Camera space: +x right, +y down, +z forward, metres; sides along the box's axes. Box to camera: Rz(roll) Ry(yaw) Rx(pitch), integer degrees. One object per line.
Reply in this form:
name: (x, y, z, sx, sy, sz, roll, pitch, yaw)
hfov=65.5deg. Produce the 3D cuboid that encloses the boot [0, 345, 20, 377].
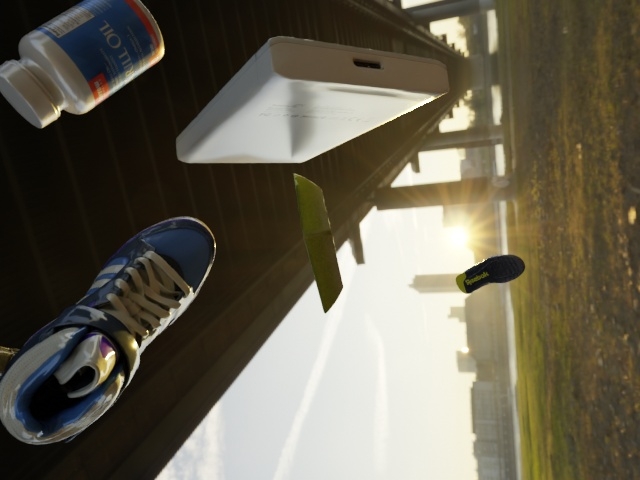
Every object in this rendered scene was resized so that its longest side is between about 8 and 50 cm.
boot: (-0.525, 0.191, 0.771, 0.208, 0.189, 0.076, 54, -136, -58)

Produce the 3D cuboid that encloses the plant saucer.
plant saucer: (0.000, 0.000, 0.881, 0.189, 0.045, 0.188, -101, -2, -51)

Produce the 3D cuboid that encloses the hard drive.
hard drive: (-0.036, -0.167, 0.678, 0.232, 0.353, 0.047, -5, -93, -31)

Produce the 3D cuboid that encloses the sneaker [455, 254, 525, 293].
sneaker: (0.324, 0.056, 0.939, 0.059, 0.144, 0.053, -21, -95, -39)

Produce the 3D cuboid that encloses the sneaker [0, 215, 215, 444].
sneaker: (-0.233, 0.100, 0.604, 0.322, 0.236, 0.130, -43, -69, -16)

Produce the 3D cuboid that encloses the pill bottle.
pill bottle: (-0.351, -0.265, 0.730, 0.221, 0.124, 0.124, -49, -41, -24)
